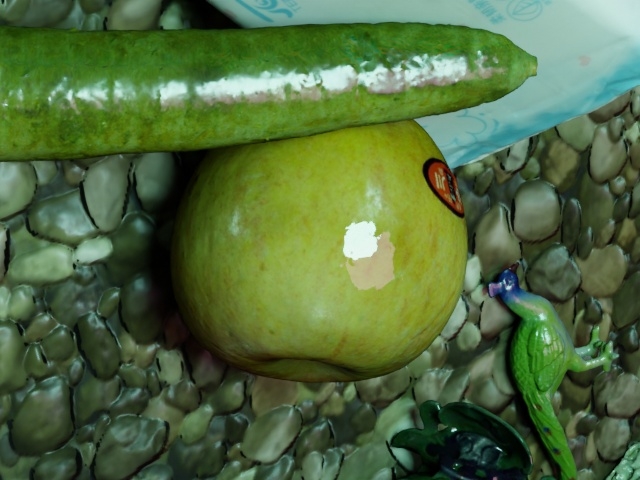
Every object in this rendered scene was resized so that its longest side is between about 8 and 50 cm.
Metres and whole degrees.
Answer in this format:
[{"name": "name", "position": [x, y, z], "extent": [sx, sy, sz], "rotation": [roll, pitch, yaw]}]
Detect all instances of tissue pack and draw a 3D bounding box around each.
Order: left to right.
[{"name": "tissue pack", "position": [0.057, -0.166, 1.073], "extent": [0.271, 0.201, 0.124], "rotation": [35, 42, -38]}]

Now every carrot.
[{"name": "carrot", "position": [-0.057, -0.082, 1.002], "extent": [0.358, 0.074, 0.074], "rotation": [-3, 104, -10]}]

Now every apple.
[{"name": "apple", "position": [0.000, 0.000, 1.093], "extent": [0.182, 0.182, 0.155], "rotation": [13, 74, -40]}]

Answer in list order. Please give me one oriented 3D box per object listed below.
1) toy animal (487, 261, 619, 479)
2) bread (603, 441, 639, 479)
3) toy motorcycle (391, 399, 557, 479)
[{"name": "toy animal", "position": [0.177, 0.106, 1.342], "extent": [0.075, 0.041, 0.217], "rotation": [-24, 118, -9]}, {"name": "bread", "position": [0.218, 0.257, 1.402], "extent": [0.172, 0.064, 0.232], "rotation": [12, 92, -42]}, {"name": "toy motorcycle", "position": [0.052, 0.200, 1.196], "extent": [0.274, 0.124, 0.187], "rotation": [-15, 132, -59]}]
